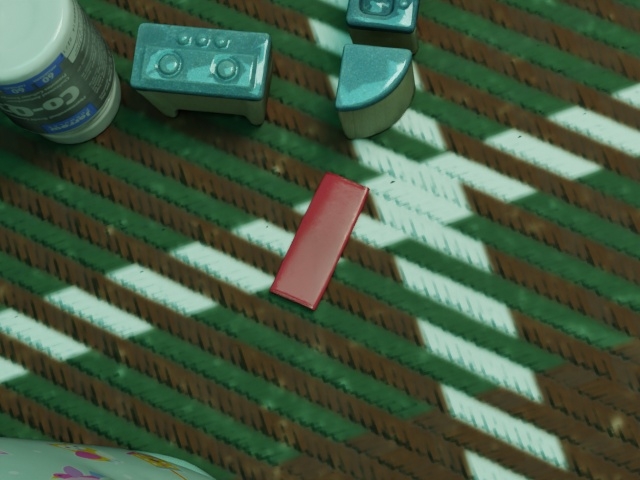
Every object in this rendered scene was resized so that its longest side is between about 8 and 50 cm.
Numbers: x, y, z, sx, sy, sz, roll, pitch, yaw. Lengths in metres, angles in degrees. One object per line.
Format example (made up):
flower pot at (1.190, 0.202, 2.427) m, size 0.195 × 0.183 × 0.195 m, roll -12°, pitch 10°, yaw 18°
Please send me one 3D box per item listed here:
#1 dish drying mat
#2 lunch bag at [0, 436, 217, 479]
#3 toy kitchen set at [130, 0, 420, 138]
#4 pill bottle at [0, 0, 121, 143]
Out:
dish drying mat at (0.000, 0.000, 0.823) m, size 0.032 × 0.008 × 0.083 m, roll 23°, pitch 82°, yaw 12°
lunch bag at (-0.155, 0.180, 0.689) m, size 0.262 × 0.223 × 0.160 m, roll 0°, pitch 83°, yaw 5°
toy kitchen set at (-0.018, -0.181, 0.807) m, size 0.166 × 0.122 × 0.207 m, roll 7°, pitch 78°, yaw 8°
pill bottle at (-0.168, -0.108, 0.800) m, size 0.078 × 0.137 × 0.078 m, roll -2°, pitch 76°, yaw 7°
